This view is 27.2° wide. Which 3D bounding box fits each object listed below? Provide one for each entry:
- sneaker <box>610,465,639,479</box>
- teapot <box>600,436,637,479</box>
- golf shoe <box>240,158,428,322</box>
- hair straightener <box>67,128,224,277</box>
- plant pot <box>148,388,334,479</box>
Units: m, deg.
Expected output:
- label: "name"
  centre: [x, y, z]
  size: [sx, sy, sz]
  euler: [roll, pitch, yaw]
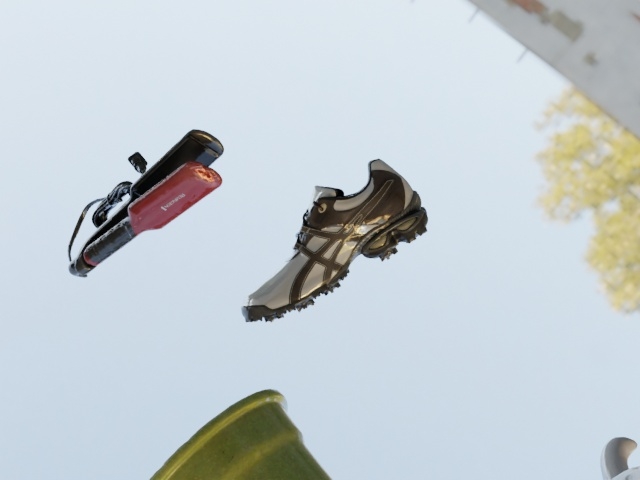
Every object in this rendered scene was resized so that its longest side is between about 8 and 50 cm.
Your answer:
- label: "sneaker"
  centre: [0.198, 0.208, 0.637]
  size: [0.182, 0.315, 0.127]
  euler: [10, -124, -14]
- label: "teapot"
  centre: [0.199, 0.327, 1.246]
  size: [0.256, 0.252, 0.187]
  euler: [2, -143, -44]
- label: "golf shoe"
  centre: [0.000, 0.000, 1.226]
  size: [0.094, 0.198, 0.077]
  euler: [57, 176, -7]
- label: "hair straightener"
  centre: [-0.167, -0.035, 1.226]
  size: [0.047, 0.230, 0.089]
  euler: [27, -136, -27]
- label: "plant pot"
  centre: [-0.048, 0.344, 1.422]
  size: [0.254, 0.276, 0.276]
  euler: [40, -150, 19]
